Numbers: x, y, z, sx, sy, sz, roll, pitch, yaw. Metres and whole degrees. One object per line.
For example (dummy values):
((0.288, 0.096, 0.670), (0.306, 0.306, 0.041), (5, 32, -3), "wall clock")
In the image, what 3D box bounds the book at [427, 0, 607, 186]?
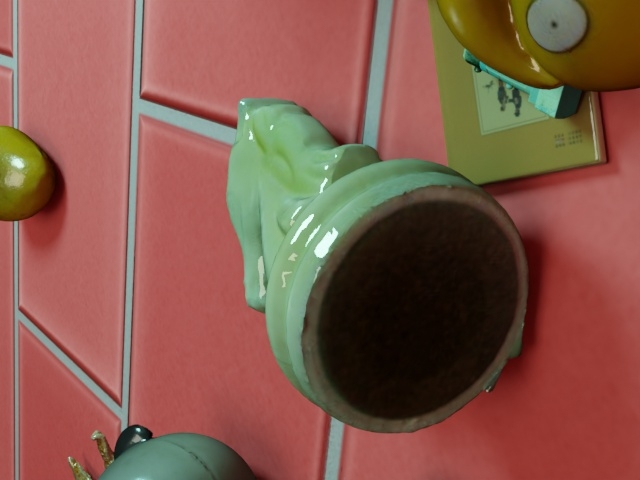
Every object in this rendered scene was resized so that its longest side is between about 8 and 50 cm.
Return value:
((0.118, -0.125, 0.527), (0.118, 0.012, 0.172), (-8, 89, 52), "book")

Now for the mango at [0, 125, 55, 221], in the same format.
((-0.444, -0.096, 1.174), (0.195, 0.098, 0.137), (5, 96, 46), "mango")

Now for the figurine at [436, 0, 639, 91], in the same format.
((0.120, -0.193, 0.383), (0.215, 0.215, 0.228), (-31, 61, 49), "figurine")

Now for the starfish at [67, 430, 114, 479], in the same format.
((-0.261, 0.352, 1.054), (0.295, 0.048, 0.231), (46, 139, 40), "starfish")

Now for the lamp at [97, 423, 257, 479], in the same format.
((-0.112, 0.284, 0.756), (0.243, 0.197, 0.198), (13, 106, 41), "lamp")

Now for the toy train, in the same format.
((0.121, -0.109, 0.494), (0.092, 0.029, 0.045), (40, 134, 39), "toy train")

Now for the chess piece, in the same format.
((0.000, 0.000, 0.609), (0.298, 0.175, 0.176), (38, 125, 58), "chess piece")
